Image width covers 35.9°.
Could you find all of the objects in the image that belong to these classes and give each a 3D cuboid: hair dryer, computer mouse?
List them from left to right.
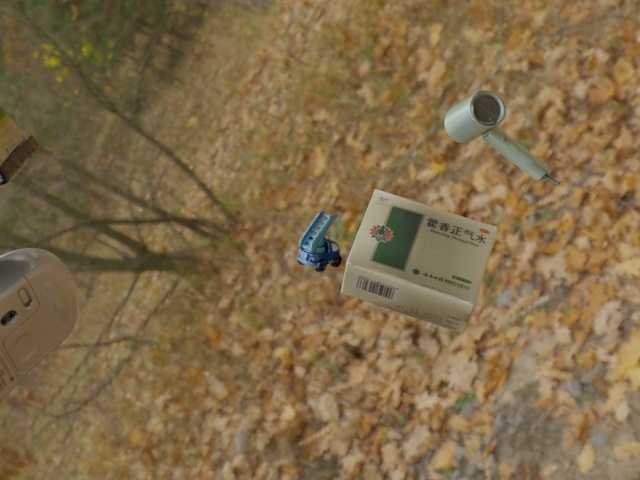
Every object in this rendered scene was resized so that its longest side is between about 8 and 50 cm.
[{"bbox_3d":[-0.482,0.128,1.405,0.121,0.184,0.297,24,57,34],"label":"computer mouse"},{"bbox_3d":[0.177,-0.089,0.923,0.038,0.124,0.063,-55,8,-14],"label":"hair dryer"}]

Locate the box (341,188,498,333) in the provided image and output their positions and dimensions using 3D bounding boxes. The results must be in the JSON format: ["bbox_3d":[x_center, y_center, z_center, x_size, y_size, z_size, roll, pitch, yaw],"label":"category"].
[{"bbox_3d":[0.159,0.030,1.584,0.095,0.212,0.168,99,-169,-51],"label":"box"}]

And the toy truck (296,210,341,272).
[{"bbox_3d":[0.000,0.000,1.598,0.056,0.073,0.090,22,116,37],"label":"toy truck"}]

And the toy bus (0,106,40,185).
[{"bbox_3d":[-0.550,-0.086,1.297,0.305,0.179,0.143,-29,21,14],"label":"toy bus"}]
